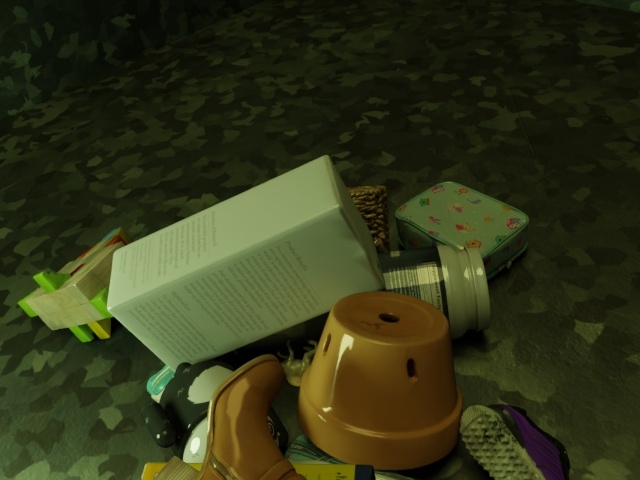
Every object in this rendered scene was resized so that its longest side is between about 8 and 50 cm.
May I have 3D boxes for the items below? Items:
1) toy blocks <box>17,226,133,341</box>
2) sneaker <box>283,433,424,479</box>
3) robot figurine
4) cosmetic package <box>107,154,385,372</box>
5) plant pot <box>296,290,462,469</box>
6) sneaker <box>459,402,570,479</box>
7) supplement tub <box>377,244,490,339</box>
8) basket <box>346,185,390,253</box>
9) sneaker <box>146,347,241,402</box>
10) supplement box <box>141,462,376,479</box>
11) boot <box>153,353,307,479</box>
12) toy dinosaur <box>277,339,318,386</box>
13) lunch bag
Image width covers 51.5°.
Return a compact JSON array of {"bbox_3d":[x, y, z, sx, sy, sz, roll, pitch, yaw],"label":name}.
[{"bbox_3d":[-0.501,0.072,1.531,0.381,0.191,0.261,-15,28,46],"label":"toy blocks"},{"bbox_3d":[0.062,0.381,1.109,0.283,0.110,0.122,5,38,19],"label":"sneaker"},{"bbox_3d":[-0.184,0.320,1.172,0.209,0.174,0.278,-28,32,-16],"label":"robot figurine"},{"bbox_3d":[-0.135,0.052,1.235,0.453,0.230,0.161,-22,42,10],"label":"cosmetic package"},{"bbox_3d":[0.110,0.219,1.143,0.290,0.204,0.291,4,20,-2],"label":"plant pot"},{"bbox_3d":[0.354,0.379,1.042,0.146,0.102,0.293,2,46,-36],"label":"sneaker"},{"bbox_3d":[0.188,0.111,1.336,0.272,0.191,0.191,-7,39,5],"label":"supplement tub"},{"bbox_3d":[0.000,0.000,1.439,0.299,0.223,0.213,-1,7,10],"label":"basket"},{"bbox_3d":[-0.254,0.225,1.385,0.110,0.107,0.275,9,42,36],"label":"sneaker"},{"bbox_3d":[-0.092,0.463,0.977,0.356,0.195,0.194,-2,39,10],"label":"supplement box"},{"bbox_3d":[-0.079,0.304,0.922,0.220,0.109,0.283,18,49,33],"label":"boot"},{"bbox_3d":[-0.029,0.253,1.345,0.183,0.053,0.093,4,58,11],"label":"toy dinosaur"},{"bbox_3d":[0.331,-0.023,1.531,0.224,0.108,0.279,-31,43,-26],"label":"lunch bag"}]
